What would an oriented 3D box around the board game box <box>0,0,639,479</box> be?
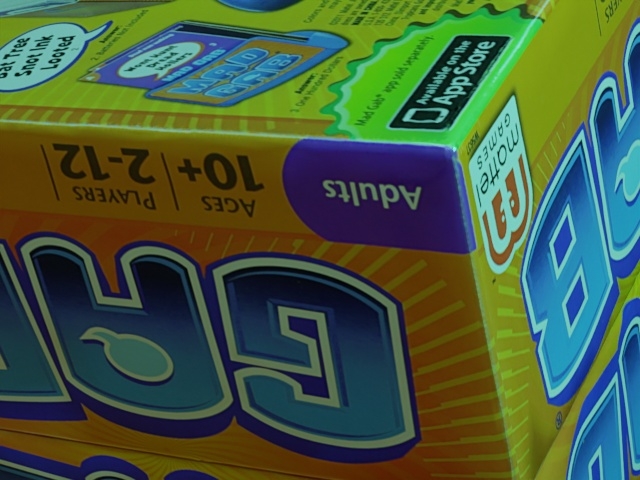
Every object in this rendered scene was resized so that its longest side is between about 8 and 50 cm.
[{"bbox_3d":[0.000,0.000,0.934,0.356,0.356,0.356,5,37,27],"label":"board game box"}]
